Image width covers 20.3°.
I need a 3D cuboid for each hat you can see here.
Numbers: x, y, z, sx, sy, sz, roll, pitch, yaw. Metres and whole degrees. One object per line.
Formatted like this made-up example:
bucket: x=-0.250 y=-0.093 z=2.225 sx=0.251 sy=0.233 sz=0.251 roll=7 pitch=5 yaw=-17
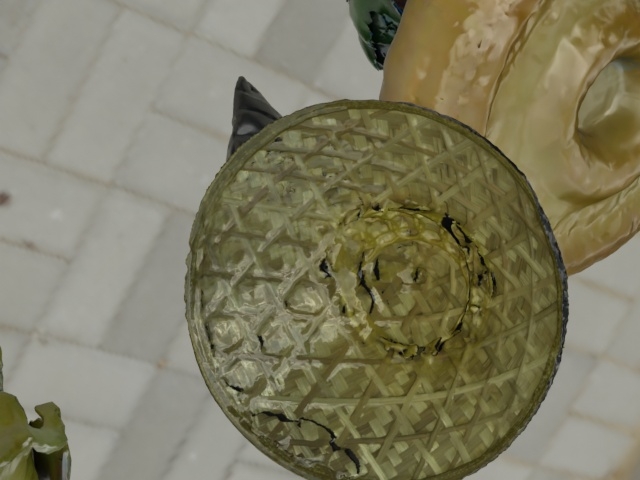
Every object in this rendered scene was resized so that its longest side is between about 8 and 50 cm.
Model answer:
hat: x=0.027 y=0.017 z=0.666 sx=0.146 sy=0.146 sz=0.067 roll=-65 pitch=165 yaw=16

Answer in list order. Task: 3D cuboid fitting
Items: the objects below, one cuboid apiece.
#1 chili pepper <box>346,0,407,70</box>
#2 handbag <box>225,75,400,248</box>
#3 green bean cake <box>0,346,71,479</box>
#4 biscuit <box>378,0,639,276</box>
chili pepper: x=0.163 y=-0.209 z=1.368 sx=0.248 sy=0.233 sz=0.257 roll=36 pitch=88 yaw=-10
handbag: x=0.000 y=0.000 z=1.525 sx=0.088 sy=0.211 sz=0.254 roll=-22 pitch=139 yaw=30
green bean cake: x=-0.330 y=0.147 z=1.091 sx=0.310 sy=0.285 sz=0.202 roll=-20 pitch=137 yaw=-21
biscuit: x=0.139 y=-0.070 z=1.095 sx=0.213 sy=0.091 sz=0.274 roll=-56 pitch=141 yaw=2
